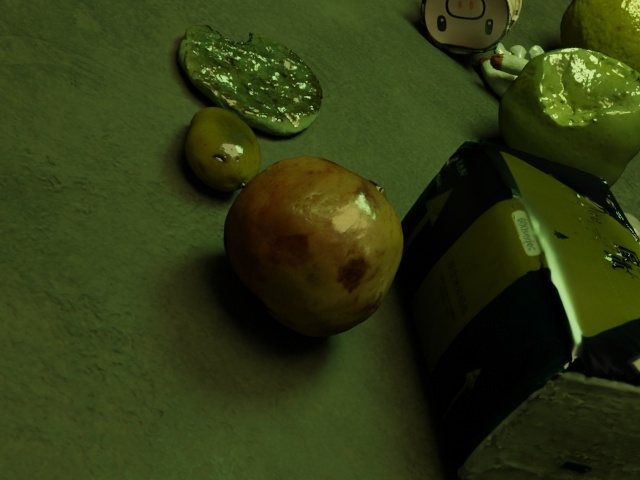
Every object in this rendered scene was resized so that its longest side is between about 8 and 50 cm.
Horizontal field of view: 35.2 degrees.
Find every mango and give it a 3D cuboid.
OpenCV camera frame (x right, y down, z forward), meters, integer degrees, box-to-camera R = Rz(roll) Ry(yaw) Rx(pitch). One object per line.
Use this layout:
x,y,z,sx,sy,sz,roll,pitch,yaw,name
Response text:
-0.135,-0.130,1.361,0.103,0.076,0.161,9,34,-23,mango

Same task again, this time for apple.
0.461,-0.212,1.805,0.279,0.279,0.279,23,37,-18,apple

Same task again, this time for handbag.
0.301,-0.471,2.029,0.205,0.179,0.116,10,24,25,handbag

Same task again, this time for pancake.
-0.106,-0.250,1.557,0.254,0.037,0.253,22,38,-18,pancake

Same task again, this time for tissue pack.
0.278,0.096,1.286,0.264,0.253,0.416,17,37,-25,tissue pack

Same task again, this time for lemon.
0.678,-0.464,2.262,0.293,0.293,0.293,23,37,-18,lemon

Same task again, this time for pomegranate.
0.000,0.000,1.194,0.215,0.215,0.215,23,37,-18,pomegranate

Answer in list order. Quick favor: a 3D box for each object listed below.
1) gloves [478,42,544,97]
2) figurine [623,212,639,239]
0.412,-0.312,2.010,0.219,0.131,0.140,19,27,32,gloves
0.478,0.018,1.678,0.229,0.112,0.137,-14,62,-36,figurine
